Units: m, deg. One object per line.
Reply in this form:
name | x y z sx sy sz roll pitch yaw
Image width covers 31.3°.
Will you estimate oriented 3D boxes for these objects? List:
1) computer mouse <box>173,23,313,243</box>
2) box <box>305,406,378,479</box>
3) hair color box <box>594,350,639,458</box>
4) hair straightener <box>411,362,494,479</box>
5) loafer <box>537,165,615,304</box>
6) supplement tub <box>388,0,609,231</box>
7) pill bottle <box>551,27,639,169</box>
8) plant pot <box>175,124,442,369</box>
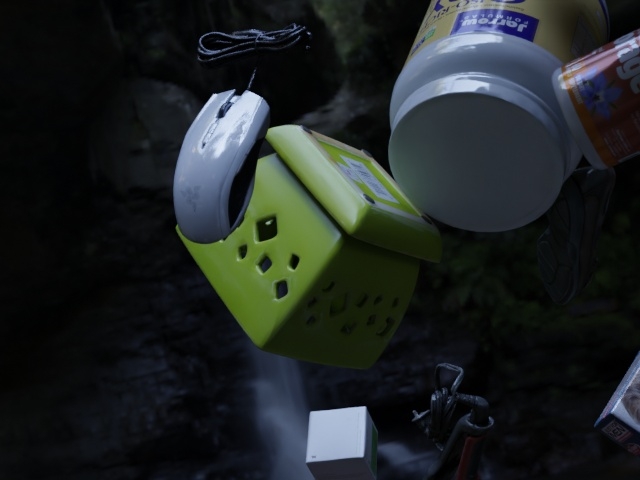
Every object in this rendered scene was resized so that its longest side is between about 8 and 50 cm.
computer mouse | -0.076 -0.092 0.933 0.106 0.193 0.042 6 -17 28
box | 0.037 0.340 1.880 0.102 0.101 0.087 -9 -43 16
hair color box | 0.659 0.333 1.915 0.174 0.347 0.105 -53 -11 -20
hair straightener | 0.104 0.184 1.017 0.047 0.089 0.230 -29 -35 -23
loafer | 0.354 -0.004 1.551 0.084 0.096 0.267 -23 -34 -8
supplement tub | 0.221 -0.193 1.411 0.241 0.241 0.331 -21 31 35
pill bottle | 0.360 -0.169 1.178 0.216 0.121 0.121 -26 -12 21
plant pot | 0.000 0.000 1.393 0.227 0.228 0.207 16 -63 -51
